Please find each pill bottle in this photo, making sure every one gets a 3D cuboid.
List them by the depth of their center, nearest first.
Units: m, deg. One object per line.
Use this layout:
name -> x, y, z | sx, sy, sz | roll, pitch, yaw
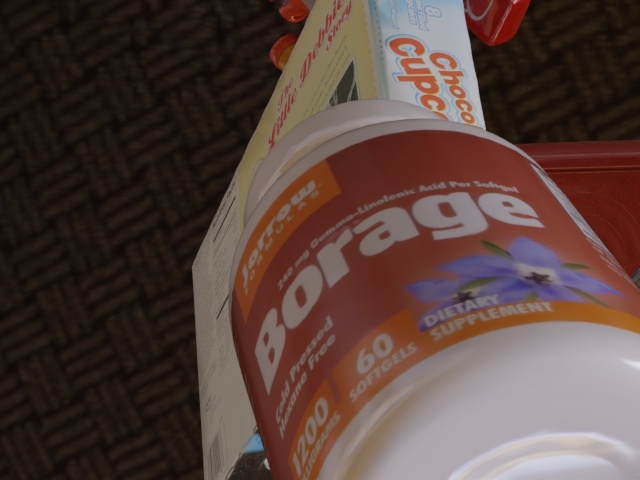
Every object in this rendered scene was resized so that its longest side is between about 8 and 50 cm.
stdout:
pill bottle -> 0.036, 0.035, 0.531 | 0.121, 0.216, 0.121 | -5, 115, -10

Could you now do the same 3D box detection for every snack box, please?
snack box -> 0.000, 0.000, 0.972 | 0.060, 0.187, 0.322 | 8, 142, -18

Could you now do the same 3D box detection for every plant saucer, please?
plant saucer -> 0.218, 0.031, 1.468 | 0.258, 0.048, 0.259 | 0, 74, 37

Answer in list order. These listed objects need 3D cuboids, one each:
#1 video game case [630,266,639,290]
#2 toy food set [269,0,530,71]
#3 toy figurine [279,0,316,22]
video game case -> 0.258, 0.005, 1.183 | 0.015, 0.119, 0.166 | 47, 128, 1
toy food set -> 0.056, -0.163, 1.041 | 0.104, 0.111, 0.232 | 48, 140, 25
toy figurine -> 0.058, -0.277, 1.392 | 0.148, 0.209, 0.213 | -22, 69, 47
